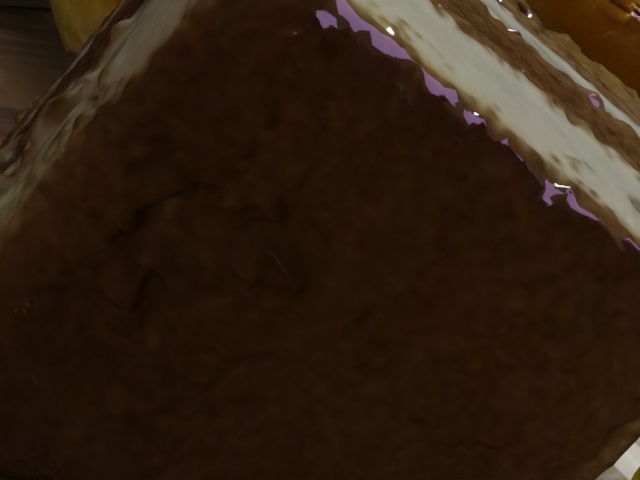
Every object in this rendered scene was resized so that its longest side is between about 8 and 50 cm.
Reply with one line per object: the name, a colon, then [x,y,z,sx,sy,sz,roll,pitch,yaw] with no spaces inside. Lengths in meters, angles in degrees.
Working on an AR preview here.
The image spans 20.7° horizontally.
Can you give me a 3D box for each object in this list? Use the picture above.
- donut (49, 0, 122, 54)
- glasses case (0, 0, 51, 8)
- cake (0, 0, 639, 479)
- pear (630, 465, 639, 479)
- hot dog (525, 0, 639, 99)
donut: [0.013,-0.113,1.100,0.449,0.198,0.449,46,19,-20]
glasses case: [-0.235,-0.218,1.100,0.144,0.076,0.336,43,17,12]
cake: [0.000,0.000,0.752,0.282,0.256,0.290,37,21,-15]
pear: [0.276,0.193,0.897,0.271,0.271,0.271,36,17,-13]
hot dog: [0.161,-0.177,1.077,0.349,0.117,0.158,52,16,0]
